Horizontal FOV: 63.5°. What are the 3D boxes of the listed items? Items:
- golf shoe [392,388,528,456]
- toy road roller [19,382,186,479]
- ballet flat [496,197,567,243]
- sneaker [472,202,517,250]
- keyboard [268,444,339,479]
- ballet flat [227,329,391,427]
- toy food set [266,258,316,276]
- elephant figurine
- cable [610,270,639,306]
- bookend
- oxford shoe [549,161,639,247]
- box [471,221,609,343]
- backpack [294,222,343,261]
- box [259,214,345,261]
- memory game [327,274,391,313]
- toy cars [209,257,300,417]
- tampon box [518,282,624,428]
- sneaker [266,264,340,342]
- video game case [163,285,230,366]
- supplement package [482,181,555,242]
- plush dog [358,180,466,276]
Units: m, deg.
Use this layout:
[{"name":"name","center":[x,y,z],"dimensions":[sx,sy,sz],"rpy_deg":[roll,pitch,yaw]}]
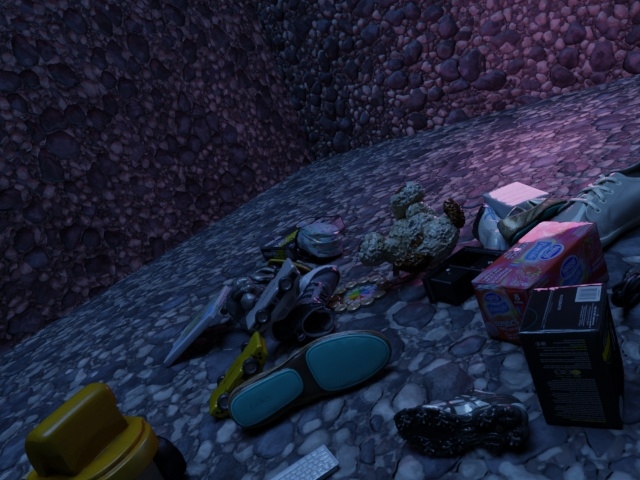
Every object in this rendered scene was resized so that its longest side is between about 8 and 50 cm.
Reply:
[{"name":"golf shoe","center":[0.212,0.270,0.781],"dimensions":[0.198,0.077,0.094],"rpy_deg":[-9,7,27]},{"name":"toy road roller","center":[-0.426,0.385,0.925],"dimensions":[0.329,0.241,0.202],"rpy_deg":[-10,20,35]},{"name":"ballet flat","center":[0.500,-0.064,1.229],"dimensions":[0.206,0.073,0.067],"rpy_deg":[-25,60,-25]},{"name":"sneaker","center":[0.448,-0.020,1.322],"dimensions":[0.086,0.085,0.237],"rpy_deg":[13,30,-5]},{"name":"keyboard","center":[-0.090,0.409,0.815],"dimensions":[0.255,0.014,0.072],"rpy_deg":[-28,17,-17]},{"name":"ballet flat","center":[-0.023,0.269,1.042],"dimensions":[0.342,0.116,0.124],"rpy_deg":[-28,-2,-3]},{"name":"toy food set","center":[-0.087,0.113,1.572],"dimensions":[0.217,0.128,0.071],"rpy_deg":[-2,62,56]},{"name":"elephant figurine","center":[-0.136,0.151,1.470],"dimensions":[0.239,0.170,0.186],"rpy_deg":[-28,54,-37]},{"name":"cable","center":[0.577,0.063,0.871],"dimensions":[0.184,0.047,0.150],"rpy_deg":[-15,-16,-26]},{"name":"bookend","center":[0.340,0.085,1.159],"dimensions":[0.157,0.073,0.156],"rpy_deg":[-31,19,-24]},{"name":"oxford shoe","center":[0.634,-0.075,1.181],"dimensions":[0.448,0.130,0.169],"rpy_deg":[-26,19,-6]},{"name":"box","center":[0.423,0.075,0.986],"dimensions":[0.256,0.128,0.122],"rpy_deg":[-32,19,-29]},{"name":"backpack","center":[0.000,0.000,1.775],"dimensions":[0.151,0.115,0.182],"rpy_deg":[-20,22,-19]},{"name":"box","center":[-0.068,-0.010,1.995],"dimensions":[0.270,0.060,0.216],"rpy_deg":[-34,21,-34]},{"name":"memory game","center":[0.102,0.142,1.392],"dimensions":[0.186,0.012,0.186],"rpy_deg":[-20,17,6]},{"name":"toy cars","center":[-0.127,0.222,1.177],"dimensions":[0.176,0.087,0.394],"rpy_deg":[-34,27,50]},{"name":"tampon box","center":[0.363,0.162,0.737],"dimensions":[0.101,0.161,0.120],"rpy_deg":[-10,22,36]},{"name":"sneaker","center":[-0.004,0.164,1.311],"dimensions":[0.153,0.101,0.268],"rpy_deg":[1,37,49]},{"name":"video game case","center":[-0.354,0.243,1.496],"dimensions":[0.212,0.023,0.193],"rpy_deg":[-45,11,17]},{"name":"supplement package","center":[0.522,-0.077,1.365],"dimensions":[0.105,0.105,0.179],"rpy_deg":[-20,17,0]},{"name":"plush dog","center":[0.252,0.001,1.297],"dimensions":[0.263,0.210,0.225],"rpy_deg":[-53,18,-9]}]
